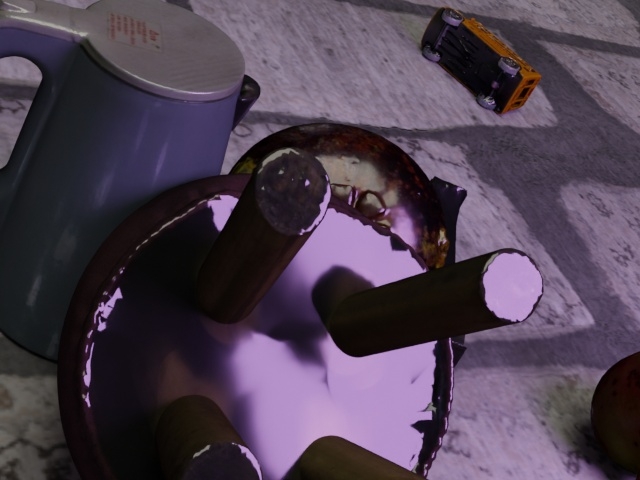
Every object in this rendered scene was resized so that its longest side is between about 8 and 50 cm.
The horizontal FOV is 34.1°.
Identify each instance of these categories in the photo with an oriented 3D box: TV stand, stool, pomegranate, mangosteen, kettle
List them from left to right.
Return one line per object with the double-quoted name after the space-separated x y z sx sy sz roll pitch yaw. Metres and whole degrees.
-0.171 -0.053 0.749 0.210 0.243 0.160 13 37 -17 "kettle"
-0.010 0.082 0.635 0.272 0.178 0.272 3 82 -26 "stool"
0.000 0.000 0.866 0.192 0.192 0.217 20 -6 -9 "mangosteen"
0.115 0.025 1.009 0.048 0.040 0.256 22 35 -7 "TV stand"
0.285 0.166 0.890 0.129 0.129 0.159 36 79 13 "pomegranate"

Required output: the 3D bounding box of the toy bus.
0.212 -0.243 1.392 0.074 0.070 0.162 -16 55 -45 "toy bus"
